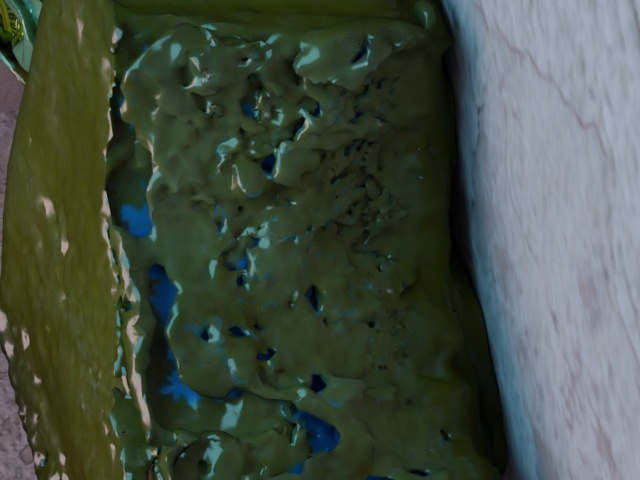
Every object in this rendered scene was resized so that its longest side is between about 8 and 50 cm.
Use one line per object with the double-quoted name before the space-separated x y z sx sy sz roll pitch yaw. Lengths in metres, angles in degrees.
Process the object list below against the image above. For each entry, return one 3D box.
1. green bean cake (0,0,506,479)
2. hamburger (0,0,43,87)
"green bean cake" -0.015 0.033 0.847 0.285 0.202 0.310 116 143 -54
"hamburger" -0.076 -0.177 0.959 0.214 0.125 0.235 -50 -8 -49
